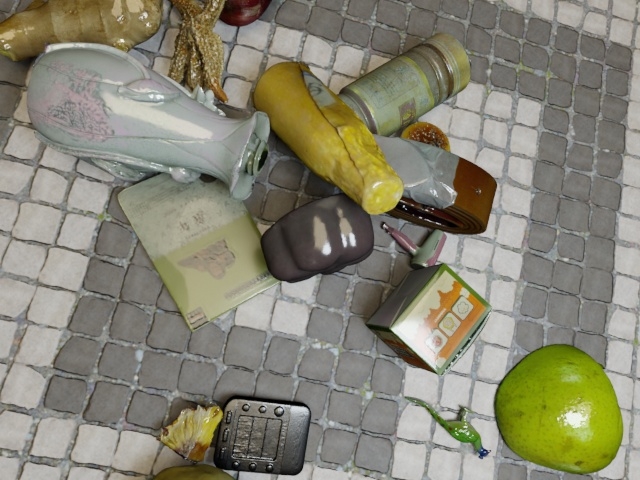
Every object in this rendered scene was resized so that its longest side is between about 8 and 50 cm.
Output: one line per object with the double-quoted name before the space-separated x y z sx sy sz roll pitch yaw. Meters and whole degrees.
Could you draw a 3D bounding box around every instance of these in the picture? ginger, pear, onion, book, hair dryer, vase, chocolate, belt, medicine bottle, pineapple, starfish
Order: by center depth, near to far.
"pineapple" -0.254 0.383 0.823 0.137 0.116 0.069 -39 133 9
"chocolate" 0.018 -0.213 0.833 0.162 0.162 0.445 -28 51 -11
"vase" -0.328 -0.228 0.842 0.446 0.250 0.249 18 79 1
"ginger" -0.534 -0.516 0.908 0.376 0.166 0.236 -4 89 -14
"belt" 0.223 -0.114 0.917 0.339 0.217 0.122 20 80 -15
"book" -0.265 -0.008 0.929 0.239 0.035 0.352 -29 86 -13
"starfish" -0.294 -0.426 0.931 0.302 0.084 0.293 14 104 32
"pear" 0.528 0.389 0.937 0.239 0.139 0.287 -2 80 0
"onion" -0.173 -0.596 0.979 0.195 0.159 0.159 -18 84 -22
"medicine bottle" 0.183 -0.348 0.984 0.323 0.151 0.151 -33 87 -11
"hair dryer" 0.215 -0.001 0.991 0.154 0.054 0.106 29 74 2

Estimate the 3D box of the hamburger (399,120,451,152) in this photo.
"hamburger" 0.254 -0.223 1.011 0.127 0.081 0.141 -24 84 -11

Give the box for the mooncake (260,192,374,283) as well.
"mooncake" 0.000 0.000 0.862 0.245 0.245 0.133 -16 80 -10

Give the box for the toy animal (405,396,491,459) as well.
"toy animal" 0.301 0.399 0.944 0.217 0.041 0.075 38 80 4

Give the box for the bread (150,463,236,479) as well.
"bread" -0.228 0.583 0.757 0.301 0.210 0.341 -14 77 13

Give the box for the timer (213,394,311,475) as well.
"timer" -0.121 0.409 0.877 0.188 0.055 0.143 11 82 -10

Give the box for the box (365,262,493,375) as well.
"box" 0.225 0.167 0.888 0.148 0.195 0.177 42 77 0
